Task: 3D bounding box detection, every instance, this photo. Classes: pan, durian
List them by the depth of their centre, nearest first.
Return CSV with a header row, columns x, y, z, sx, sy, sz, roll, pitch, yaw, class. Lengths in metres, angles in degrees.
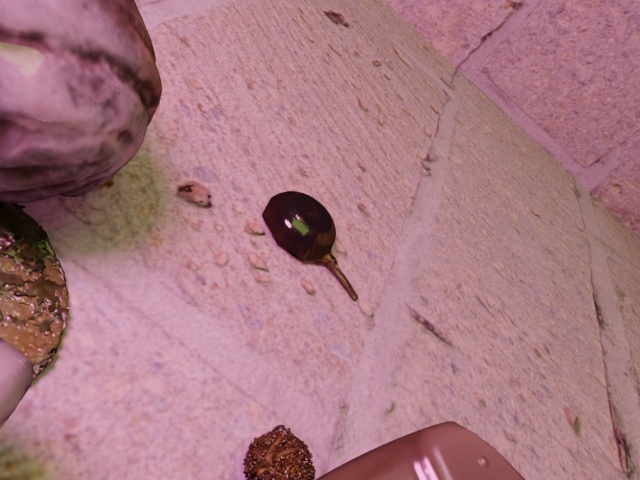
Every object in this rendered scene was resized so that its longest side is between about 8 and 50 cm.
x,y,z,sx,sy,sz,roll,pitch,yaw,class
-0.038,0.238,0.560,0.091,0.080,0.080,35,35,-35,durian
0.004,-0.009,0.863,0.202,0.048,0.128,36,36,-13,pan

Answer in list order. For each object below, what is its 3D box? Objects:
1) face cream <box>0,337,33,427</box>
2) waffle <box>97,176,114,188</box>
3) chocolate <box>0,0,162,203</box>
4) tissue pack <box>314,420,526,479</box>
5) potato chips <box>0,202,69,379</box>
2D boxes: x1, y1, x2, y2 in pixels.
x,y,z,sx,sy,sz,roll,pitch,yaw,class
-0.276,0.133,0.314,0.111,0.206,0.206,38,36,-12,face cream
-0.301,-0.100,0.679,0.078,0.016,0.085,20,44,-36,waffle
-0.290,-0.149,0.548,0.213,0.303,0.303,55,33,-15,chocolate
0.020,0.326,0.377,0.387,0.277,0.267,-11,56,-50,tissue pack
-0.336,0.045,0.499,0.202,0.029,0.220,30,41,-21,potato chips
